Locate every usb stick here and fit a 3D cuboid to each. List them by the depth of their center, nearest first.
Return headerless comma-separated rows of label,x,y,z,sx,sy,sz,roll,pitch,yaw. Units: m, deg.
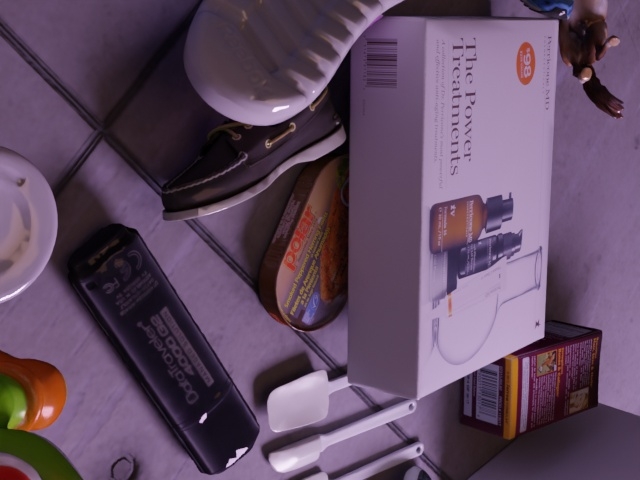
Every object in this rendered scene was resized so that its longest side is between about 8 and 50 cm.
usb stick,-0.138,0.107,1.012,0.077,0.045,0.278,-41,125,-21

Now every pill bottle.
pill bottle,-0.272,-0.021,0.765,0.108,0.180,0.108,-11,106,-42

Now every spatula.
spatula,0.034,0.207,1.212,0.242,0.019,0.168,-14,107,-40

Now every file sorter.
file sorter,0.325,0.356,1.400,0.277,0.193,0.173,-30,120,-35

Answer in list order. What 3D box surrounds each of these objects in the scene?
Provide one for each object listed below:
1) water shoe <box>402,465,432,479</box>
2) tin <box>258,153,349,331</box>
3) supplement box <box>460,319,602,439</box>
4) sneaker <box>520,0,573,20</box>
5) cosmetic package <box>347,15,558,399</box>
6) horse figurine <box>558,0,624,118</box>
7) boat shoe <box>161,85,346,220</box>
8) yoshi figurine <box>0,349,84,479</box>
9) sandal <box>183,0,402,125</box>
water shoe,0.084,0.355,1.258,0.073,0.080,0.203,45,43,-42
tin,0.000,0.000,1.126,0.106,0.040,0.190,35,74,-46
supplement box,0.265,0.170,1.378,0.188,0.081,0.104,-9,104,-42
sneaker,0.260,-0.317,1.237,0.063,0.073,0.162,11,56,-15
cosmetic package,0.148,-0.050,1.187,0.284,0.097,0.377,-16,110,-53
horse figurine,0.323,-0.280,1.319,0.174,0.066,0.263,-73,161,-77
boat shoe,-0.067,-0.087,1.019,0.227,0.081,0.069,-35,118,-41
yoshi figurine,-0.305,0.181,0.725,0.203,0.362,0.203,-45,90,9
sandal,-0.001,-0.248,1.024,0.169,0.102,0.416,45,53,-4
